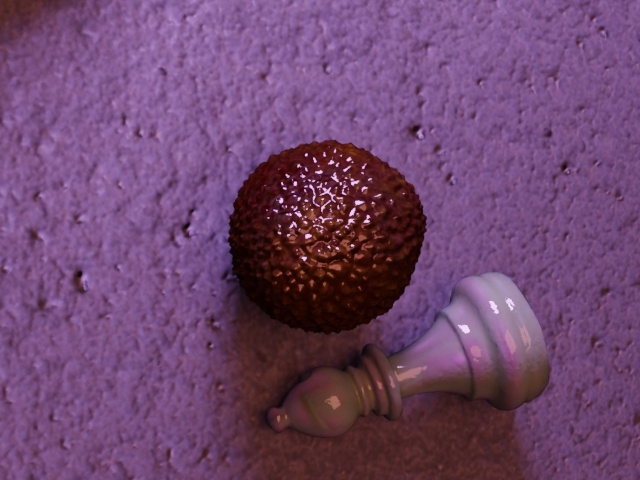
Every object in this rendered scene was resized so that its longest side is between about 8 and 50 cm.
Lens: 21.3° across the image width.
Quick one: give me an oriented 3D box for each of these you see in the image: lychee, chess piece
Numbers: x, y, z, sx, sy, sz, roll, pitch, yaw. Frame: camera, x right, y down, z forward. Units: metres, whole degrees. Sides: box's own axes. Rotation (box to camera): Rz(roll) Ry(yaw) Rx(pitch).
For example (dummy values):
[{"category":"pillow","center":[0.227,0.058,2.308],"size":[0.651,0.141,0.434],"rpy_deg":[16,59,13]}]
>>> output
[{"category":"lychee","center":[0.000,-0.001,1.586],"size":[0.194,0.194,0.194],"rpy_deg":[1,87,-25]},{"category":"chess piece","center":[0.075,0.131,1.658],"size":[0.272,0.139,0.139],"rpy_deg":[-18,95,-13]}]
